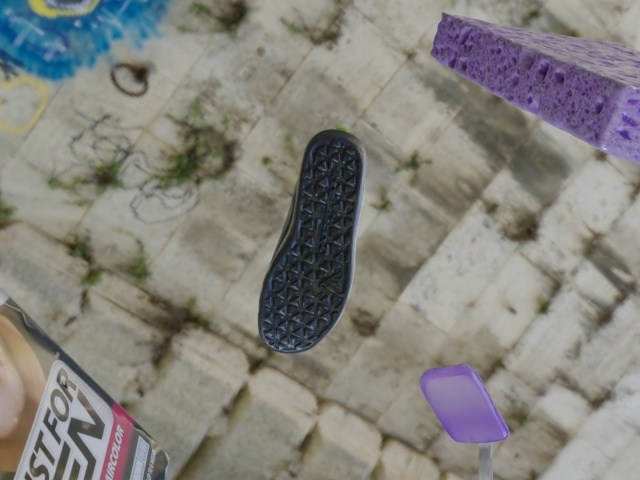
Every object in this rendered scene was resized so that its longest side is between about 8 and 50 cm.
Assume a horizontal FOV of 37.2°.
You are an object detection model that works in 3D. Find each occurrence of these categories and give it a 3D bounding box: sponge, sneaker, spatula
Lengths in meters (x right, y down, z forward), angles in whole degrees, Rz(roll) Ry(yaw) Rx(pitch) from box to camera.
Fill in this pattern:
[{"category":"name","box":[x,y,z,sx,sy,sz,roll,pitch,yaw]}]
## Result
[{"category":"sponge","box":[0.141,-0.074,0.460,0.210,0.117,0.031,-119,-141,-65]},{"category":"sneaker","box":[0.000,0.000,0.956,0.097,0.084,0.235,-129,-123,-88]},{"category":"spatula","box":[0.177,0.264,0.970,0.030,0.296,0.084,-20,-178,-43]}]

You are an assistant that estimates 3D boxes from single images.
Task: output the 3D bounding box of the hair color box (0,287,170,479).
[{"category":"hair color box","box":[-0.262,0.115,0.611,0.113,0.374,0.185,-28,-150,17]}]
